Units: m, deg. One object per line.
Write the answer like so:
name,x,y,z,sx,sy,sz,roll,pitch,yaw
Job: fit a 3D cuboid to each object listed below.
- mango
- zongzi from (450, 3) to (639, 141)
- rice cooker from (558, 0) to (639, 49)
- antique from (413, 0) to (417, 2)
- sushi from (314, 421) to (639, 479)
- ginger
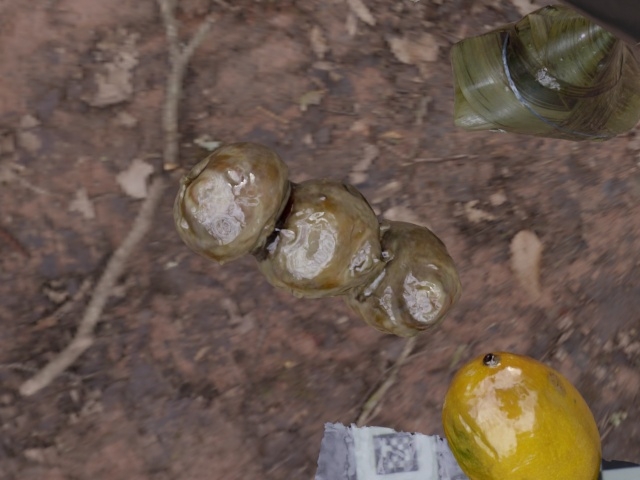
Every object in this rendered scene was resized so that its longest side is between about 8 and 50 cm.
mango,0.143,0.141,0.995,0.098,0.075,0.190,-23,129,7
zongzi,0.270,-0.167,1.357,0.242,0.221,0.112,-21,72,52
rice cooker,0.143,-0.140,0.554,0.106,0.165,0.112,29,68,5
antique,0.092,-0.225,0.756,0.147,0.152,0.148,-17,124,24
sushi,0.132,0.323,1.089,0.320,0.069,0.339,10,95,-4
ginger,0.000,0.000,0.908,0.204,0.104,0.080,26,95,-25
